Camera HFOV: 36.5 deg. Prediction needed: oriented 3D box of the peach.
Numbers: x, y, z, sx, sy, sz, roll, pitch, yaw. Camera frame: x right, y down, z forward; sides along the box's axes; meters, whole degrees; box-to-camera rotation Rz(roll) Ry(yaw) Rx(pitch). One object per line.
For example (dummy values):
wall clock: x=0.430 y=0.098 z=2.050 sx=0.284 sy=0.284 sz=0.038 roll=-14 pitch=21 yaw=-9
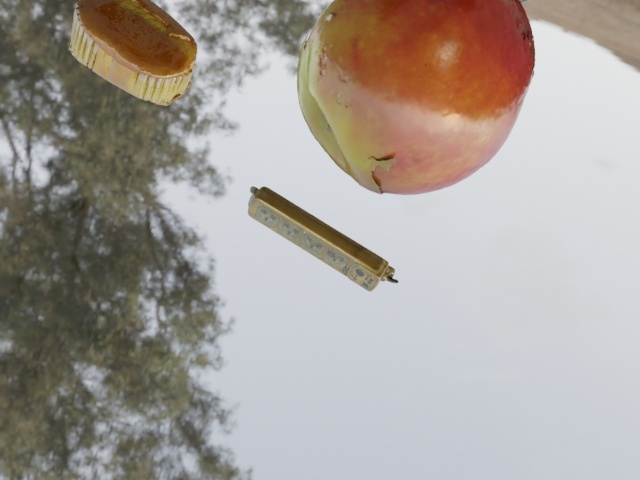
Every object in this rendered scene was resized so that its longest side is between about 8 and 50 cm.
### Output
peach: x=0.151 y=-0.249 z=1.445 sx=0.370 sy=0.370 sz=0.370 roll=16 pitch=-154 yaw=-8

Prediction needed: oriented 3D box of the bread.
bread: x=-0.399 y=-0.436 z=2.122 sx=0.288 sy=0.156 sz=0.204 roll=37 pitch=-128 yaw=1

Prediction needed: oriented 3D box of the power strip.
power strip: x=0.000 y=0.000 z=1.676 sx=0.305 sy=0.064 sz=0.044 roll=31 pitch=-125 yaw=1

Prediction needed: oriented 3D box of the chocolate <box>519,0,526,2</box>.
chocolate: x=0.381 y=-0.585 z=1.782 sx=0.288 sy=0.137 sz=0.301 roll=-16 pitch=-127 yaw=-4
